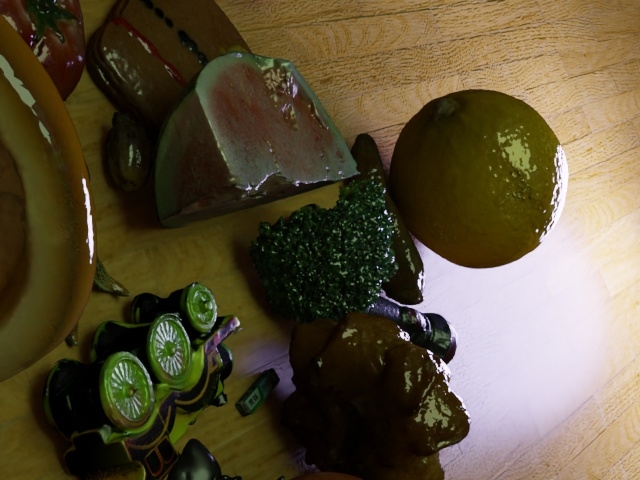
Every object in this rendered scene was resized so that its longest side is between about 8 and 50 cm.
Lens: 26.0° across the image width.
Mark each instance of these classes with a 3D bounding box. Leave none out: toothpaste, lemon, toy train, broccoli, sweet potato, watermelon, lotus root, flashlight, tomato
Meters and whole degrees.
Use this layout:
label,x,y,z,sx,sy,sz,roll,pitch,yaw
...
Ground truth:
label,x,y,z,sx,sy,sz,roll,pitch,yaw
toothpaste,-0.076,0.186,1.703,0.020,0.017,0.083,60,33,-12
lemon,0.238,-0.095,2.101,0.293,0.293,0.293,33,46,-41
toy train,-0.182,0.155,1.501,0.296,0.100,0.160,-45,116,-56
broccoli,0.000,0.000,1.813,0.194,0.219,0.194,40,9,-8
sweet potato,0.089,-0.032,2.029,0.075,0.075,0.273,1,66,-55
watermelon,-0.083,-0.107,1.689,0.180,0.224,0.305,32,22,25
lotus root,-0.226,-0.105,1.633,0.049,0.054,0.099,4,68,-44
flashlight,0.095,0.114,1.931,0.232,0.093,0.093,30,48,-42
tomato,-0.336,-0.252,1.544,0.225,0.085,0.225,37,40,-39

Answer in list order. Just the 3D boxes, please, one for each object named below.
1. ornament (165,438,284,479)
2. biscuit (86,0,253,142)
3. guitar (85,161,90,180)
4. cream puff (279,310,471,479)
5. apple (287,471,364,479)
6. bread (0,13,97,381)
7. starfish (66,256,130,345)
label,x,y,z,sx,sy,sz,roll,pitch,yaw
ornament,-0.067,0.355,1.378,0.260,0.106,0.251,23,59,7
biscuit,-0.167,-0.216,1.786,0.262,0.052,0.277,53,36,-21
guitar,-0.306,-0.118,1.469,0.233,0.025,0.088,43,24,-70
cream puff,0.060,0.202,1.712,0.269,0.241,0.155,42,33,10
apple,0.022,0.389,1.549,0.272,0.206,0.251,61,30,-7
bread,-0.389,-0.064,1.259,0.424,0.329,0.245,57,-7,-14
starfish,-0.280,0.003,1.506,0.208,0.053,0.176,52,25,-31
